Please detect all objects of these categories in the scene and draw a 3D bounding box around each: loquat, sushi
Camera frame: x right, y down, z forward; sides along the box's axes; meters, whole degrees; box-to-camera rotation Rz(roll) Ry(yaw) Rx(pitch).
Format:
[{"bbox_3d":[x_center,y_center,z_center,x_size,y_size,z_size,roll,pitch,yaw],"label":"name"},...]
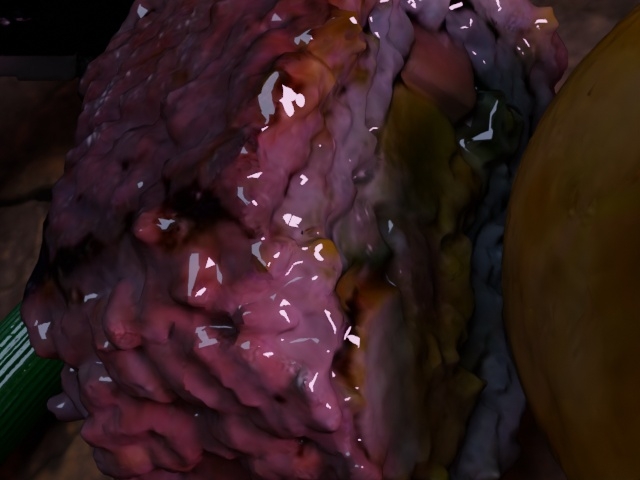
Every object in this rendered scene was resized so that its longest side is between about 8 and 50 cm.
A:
[{"bbox_3d":[0.192,0.020,0.483,0.263,0.263,0.263,-10,59,16],"label":"loquat"},{"bbox_3d":[0.000,0.000,0.592,0.171,0.236,0.270,-10,49,37],"label":"sushi"}]

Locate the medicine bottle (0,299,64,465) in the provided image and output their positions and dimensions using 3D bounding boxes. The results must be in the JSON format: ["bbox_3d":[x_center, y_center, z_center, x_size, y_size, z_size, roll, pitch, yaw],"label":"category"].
[{"bbox_3d":[-0.212,0.131,0.692,0.260,0.064,0.095,-50,40,-10],"label":"medicine bottle"}]

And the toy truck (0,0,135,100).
[{"bbox_3d":[-0.127,-0.142,0.739,0.253,0.114,0.124,-2,46,-16],"label":"toy truck"}]
